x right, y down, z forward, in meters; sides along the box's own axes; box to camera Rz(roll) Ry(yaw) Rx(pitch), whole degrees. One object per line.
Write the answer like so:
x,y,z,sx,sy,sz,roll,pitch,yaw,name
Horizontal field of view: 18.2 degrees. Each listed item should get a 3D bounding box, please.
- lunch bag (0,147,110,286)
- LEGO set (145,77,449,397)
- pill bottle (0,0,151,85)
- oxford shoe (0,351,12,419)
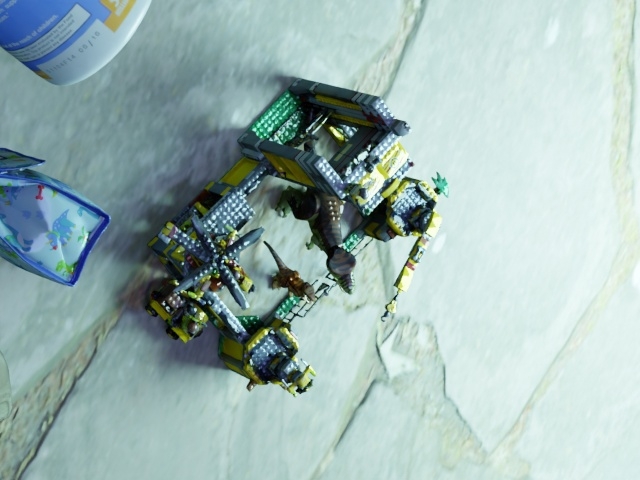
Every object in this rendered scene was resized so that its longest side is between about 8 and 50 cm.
-0.290,-0.035,1.836,0.151,0.129,0.096,29,84,-30,lunch bag
0.000,0.000,1.976,0.331,0.192,0.255,-39,117,-18,LEGO set
-0.290,-0.271,1.770,0.272,0.152,0.152,38,81,-31,pill bottle
-0.431,0.191,1.809,0.348,0.123,0.130,-27,119,-21,oxford shoe
